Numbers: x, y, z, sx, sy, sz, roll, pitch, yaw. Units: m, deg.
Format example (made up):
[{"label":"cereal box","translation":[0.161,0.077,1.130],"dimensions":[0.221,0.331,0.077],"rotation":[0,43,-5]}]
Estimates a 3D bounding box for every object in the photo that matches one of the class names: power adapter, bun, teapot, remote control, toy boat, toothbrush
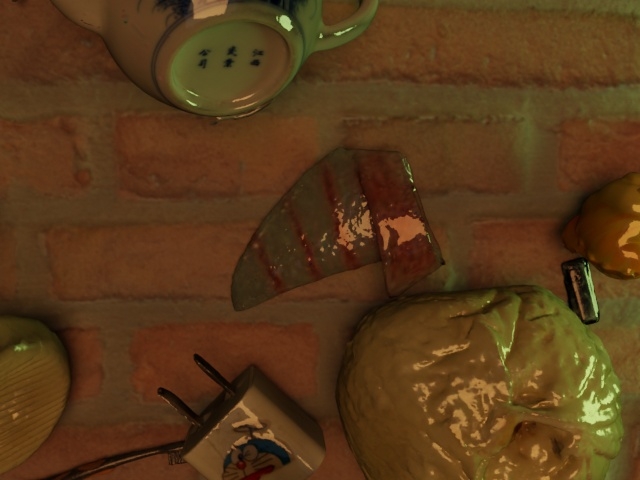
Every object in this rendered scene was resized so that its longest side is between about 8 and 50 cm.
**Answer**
[{"label":"power adapter","translation":[-0.111,0.235,0.889],"dimensions":[0.205,0.125,0.130],"rotation":[43,93,-8]},{"label":"bun","translation":[-0.421,0.186,0.855],"dimensions":[0.128,0.222,0.222],"rotation":[26,96,34]},{"label":"teapot","translation":[-0.129,-0.292,0.785],"dimensions":[0.424,0.252,0.279],"rotation":[-7,60,-22]},{"label":"remote control","translation":[0.360,0.072,0.957],"dimensions":[0.039,0.014,0.096],"rotation":[-15,96,-2]},{"label":"bun","translation":[0.196,0.212,0.856],"dimensions":[0.349,0.227,0.352],"rotation":[-43,96,4]},{"label":"toy boat","translation":[0.000,0.000,0.903],"dimensions":[0.282,0.096,0.206],"rotation":[-21,91,12]},{"label":"toothbrush","translation":[-0.315,0.315,0.937],"dimensions":[0.321,0.023,0.031],"rotation":[-11,94,-3]}]

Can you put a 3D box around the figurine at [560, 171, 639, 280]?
[{"label":"figurine","translation":[0.429,-0.046,0.901],"dimensions":[0.246,0.131,0.156],"rotation":[-36,138,-14]}]
